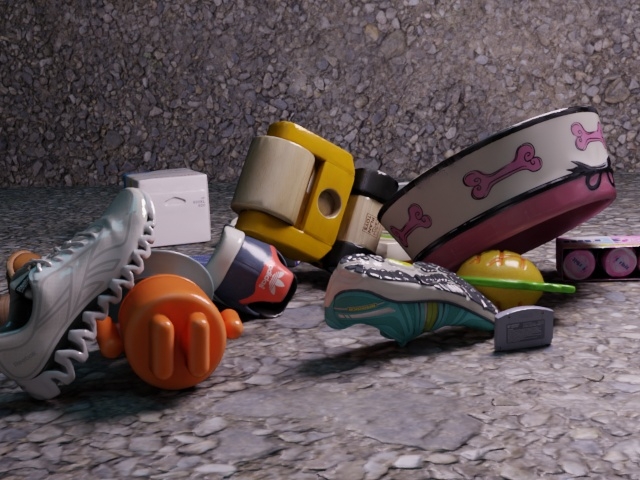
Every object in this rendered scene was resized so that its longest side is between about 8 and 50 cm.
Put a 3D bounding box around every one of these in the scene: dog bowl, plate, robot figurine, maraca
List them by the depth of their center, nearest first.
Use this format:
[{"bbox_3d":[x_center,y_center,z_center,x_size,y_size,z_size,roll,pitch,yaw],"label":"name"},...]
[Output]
[{"bbox_3d":[-0.193,0.112,1.139,0.158,0.128,0.219,-40,17,-7],"label":"robot figurine"},{"bbox_3d":[-0.241,0.087,1.252,0.188,0.188,0.024,-6,44,-15],"label":"plate"},{"bbox_3d":[0.284,0.065,1.337,0.186,0.099,0.127,4,2,42],"label":"maraca"},{"bbox_3d":[0.310,-0.060,1.513,0.408,0.150,0.408,-24,-11,-5],"label":"dog bowl"}]

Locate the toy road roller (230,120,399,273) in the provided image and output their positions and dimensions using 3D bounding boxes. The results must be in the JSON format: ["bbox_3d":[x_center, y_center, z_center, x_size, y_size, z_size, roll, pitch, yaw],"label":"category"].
[{"bbox_3d":[-0.040,-0.057,1.645,0.330,0.202,0.241,27,-17,-33],"label":"toy road roller"}]

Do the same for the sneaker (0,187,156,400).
[{"bbox_3d":[-0.304,0.046,1.102,0.118,0.292,0.110,39,-25,-28],"label":"sneaker"}]

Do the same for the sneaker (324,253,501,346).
[{"bbox_3d":[0.127,0.090,1.240,0.275,0.109,0.107,11,21,-25],"label":"sneaker"}]

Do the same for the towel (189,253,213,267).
[{"bbox_3d":[-0.273,0.068,1.731,0.243,0.040,0.336,3,9,40],"label":"towel"}]

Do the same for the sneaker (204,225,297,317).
[{"bbox_3d":[-0.120,0.067,1.475,0.148,0.131,0.350,28,-5,-5],"label":"sneaker"}]

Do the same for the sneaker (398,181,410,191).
[{"bbox_3d":[0.230,-0.087,2.231,0.296,0.123,0.178,3,2,27],"label":"sneaker"}]

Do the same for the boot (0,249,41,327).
[{"bbox_3d":[-0.399,0.076,1.465,0.220,0.108,0.283,-6,12,-12],"label":"boot"}]

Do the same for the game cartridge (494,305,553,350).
[{"bbox_3d":[0.269,0.115,1.187,0.083,0.055,0.017,-5,17,-16],"label":"game cartridge"}]

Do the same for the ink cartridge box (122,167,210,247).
[{"bbox_3d":[-0.387,-0.085,2.244,0.171,0.168,0.233,-7,10,-19],"label":"ink cartridge box"}]

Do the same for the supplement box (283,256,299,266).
[{"bbox_3d":[-0.068,-0.043,1.906,0.111,0.113,0.220,1,28,24],"label":"supplement box"}]

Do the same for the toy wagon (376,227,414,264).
[{"bbox_3d":[0.145,-0.014,1.911,0.267,0.068,0.344,7,13,20],"label":"toy wagon"}]

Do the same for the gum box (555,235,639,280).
[{"bbox_3d":[0.518,0.031,1.585,0.189,0.062,0.107,-2,9,9],"label":"gum box"}]

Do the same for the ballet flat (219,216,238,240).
[{"bbox_3d":[-0.169,-0.030,2.149,0.074,0.074,0.203,3,11,32],"label":"ballet flat"}]
